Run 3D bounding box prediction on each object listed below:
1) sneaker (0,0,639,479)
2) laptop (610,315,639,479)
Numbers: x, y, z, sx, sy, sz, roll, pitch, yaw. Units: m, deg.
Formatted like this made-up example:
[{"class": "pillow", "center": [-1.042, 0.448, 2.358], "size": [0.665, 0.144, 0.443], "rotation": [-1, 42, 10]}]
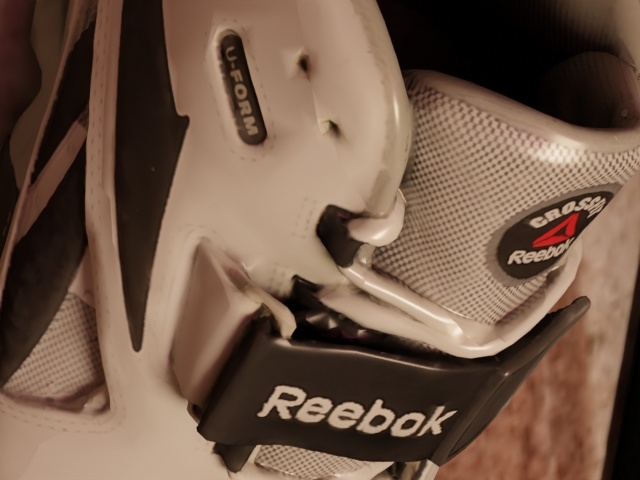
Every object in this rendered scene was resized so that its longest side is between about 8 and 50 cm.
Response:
[{"class": "sneaker", "center": [0.000, 0.000, 0.379], "size": [0.122, 0.146, 0.330], "rotation": [-8, 111, -35]}, {"class": "laptop", "center": [0.306, -0.083, 0.644], "size": [0.408, 0.236, 0.381], "rotation": [5, 104, -7]}]
